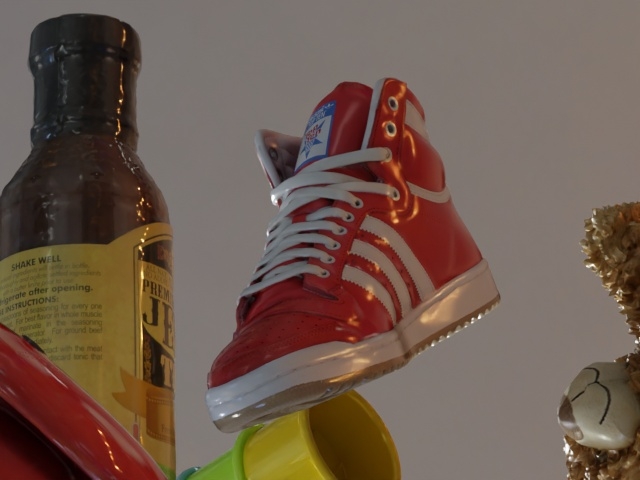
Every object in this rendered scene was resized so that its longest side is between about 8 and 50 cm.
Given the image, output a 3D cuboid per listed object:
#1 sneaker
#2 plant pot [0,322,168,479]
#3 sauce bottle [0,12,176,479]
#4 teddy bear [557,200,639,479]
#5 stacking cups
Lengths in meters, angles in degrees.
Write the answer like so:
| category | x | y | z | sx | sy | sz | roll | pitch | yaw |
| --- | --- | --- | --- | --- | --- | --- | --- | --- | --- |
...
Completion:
| category | x | y | z | sx | sy | sz | roll | pitch | yaw |
| --- | --- | --- | --- | --- | --- | --- | --- | --- | --- |
| sneaker | 0.000 | 0.000 | 0.437 | 0.042 | 0.118 | 0.067 | -20 | -88 | 28 |
| plant pot | -0.164 | 0.136 | 0.829 | 0.191 | 0.191 | 0.174 | 32 | -108 | 36 |
| sauce bottle | -0.140 | 0.032 | 1.119 | 0.111 | 0.111 | 0.344 | -8 | -109 | 17 |
| teddy bear | 0.254 | 0.037 | 1.162 | 0.338 | 0.113 | 0.245 | -42 | -128 | 26 |
| stacking cups | -0.088 | 0.212 | 1.290 | 0.316 | 0.096 | 0.096 | -37 | -135 | 29 |
